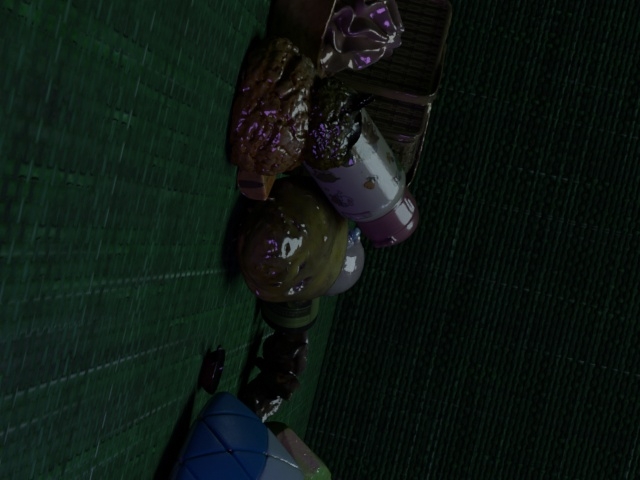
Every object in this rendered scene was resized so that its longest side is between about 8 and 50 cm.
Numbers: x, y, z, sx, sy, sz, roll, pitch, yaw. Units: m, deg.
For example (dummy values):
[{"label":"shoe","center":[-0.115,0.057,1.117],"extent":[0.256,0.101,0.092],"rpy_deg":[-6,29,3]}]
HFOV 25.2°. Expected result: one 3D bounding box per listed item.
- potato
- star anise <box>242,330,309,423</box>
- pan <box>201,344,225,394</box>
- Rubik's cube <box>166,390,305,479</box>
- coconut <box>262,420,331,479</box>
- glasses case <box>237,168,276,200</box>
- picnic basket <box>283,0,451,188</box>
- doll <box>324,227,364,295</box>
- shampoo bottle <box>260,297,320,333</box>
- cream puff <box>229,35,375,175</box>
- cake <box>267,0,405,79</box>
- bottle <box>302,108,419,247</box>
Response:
[{"label":"potato","center":[-0.046,-0.003,2.100],"extent":[0.296,0.141,0.192],"rpy_deg":[-5,107,-77]},{"label":"star anise","center":[-0.074,0.224,2.499],"extent":[0.197,0.073,0.212],"rpy_deg":[-42,-157,49]},{"label":"pan","center":[-0.154,0.175,2.045],"extent":[0.115,0.023,0.068],"rpy_deg":[99,8,-57]},{"label":"Rubik's cube","center":[-0.116,0.367,1.942],"extent":[0.254,0.254,0.254],"rpy_deg":[14,90,-84]},{"label":"coconut","center":[-0.097,0.388,2.220],"extent":[0.204,0.235,0.236],"rpy_deg":[-135,-124,-70]},{"label":"glasses case","center":[-0.076,-0.133,2.014],"extent":[0.170,0.041,0.065],"rpy_deg":[-69,158,-48]},{"label":"picnic basket","center":[0.068,-0.239,2.205],"extent":[0.175,0.228,0.313],"rpy_deg":[98,8,-54]},{"label":"doll","center":[0.000,0.000,2.601],"extent":[0.287,0.151,0.151],"rpy_deg":[71,32,-65]},{"label":"shampoo bottle","center":[-0.043,0.031,2.386],"extent":[0.284,0.101,0.101],"rpy_deg":[98,9,-45]},{"label":"cream puff","center":[-0.018,-0.165,1.866],"extent":[0.183,0.169,0.183],"rpy_deg":[15,90,-83]},{"label":"cake","center":[0.031,-0.318,1.969],"extent":[0.185,0.178,0.208],"rpy_deg":[90,12,-62]},{"label":"bottle","center":[0.055,-0.098,2.051],"extent":[0.253,0.120,0.120],"rpy_deg":[54,39,-33]}]
